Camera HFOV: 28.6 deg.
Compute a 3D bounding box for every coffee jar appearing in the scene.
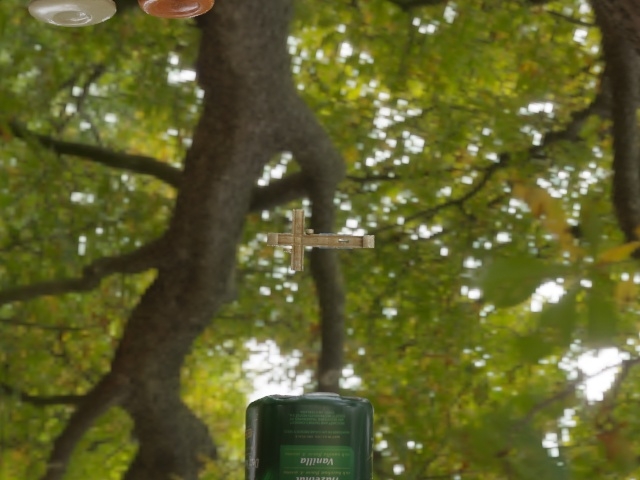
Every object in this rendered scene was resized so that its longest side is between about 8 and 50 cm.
[{"bbox_3d":[-0.009,0.189,0.777,0.096,0.079,0.184,134,-43,-73],"label":"coffee jar"}]

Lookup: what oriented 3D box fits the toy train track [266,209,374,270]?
[{"bbox_3d":[0.000,0.000,0.970,0.014,0.083,0.048,90,1,-88],"label":"toy train track"}]

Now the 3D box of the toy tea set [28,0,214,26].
[{"bbox_3d":[-0.189,-0.303,1.150,0.336,0.200,0.124,118,-31,-79],"label":"toy tea set"}]
